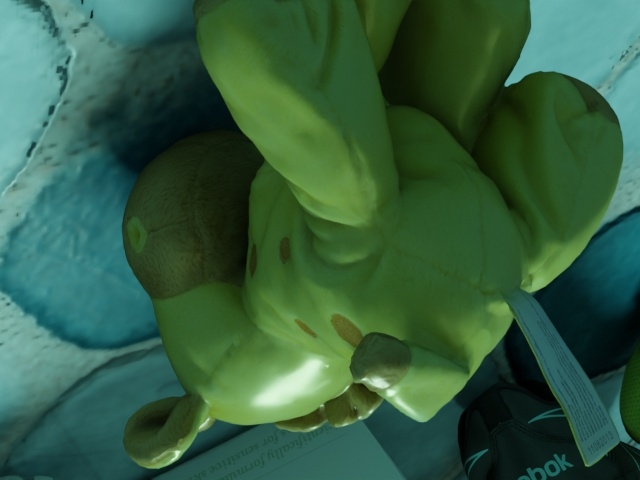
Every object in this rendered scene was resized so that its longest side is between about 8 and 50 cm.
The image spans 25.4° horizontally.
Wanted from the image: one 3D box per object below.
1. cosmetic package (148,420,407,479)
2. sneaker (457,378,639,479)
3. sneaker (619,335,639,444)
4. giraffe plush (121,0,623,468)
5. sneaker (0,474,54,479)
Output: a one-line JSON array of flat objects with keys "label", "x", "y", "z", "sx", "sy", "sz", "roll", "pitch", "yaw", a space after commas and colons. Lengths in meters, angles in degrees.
[{"label": "cosmetic package", "x": -0.029, "y": 0.272, "z": 0.805, "sx": 0.197, "sy": 0.155, "sz": 0.365, "roll": -24, "pitch": 143, "yaw": -19}, {"label": "sneaker", "x": 0.142, "y": 0.129, "z": 0.840, "sx": 0.101, "sy": 0.106, "sz": 0.267, "roll": -33, "pitch": 168, "yaw": 6}, {"label": "sneaker", "x": 0.219, "y": 0.034, "z": 0.821, "sx": 0.094, "sy": 0.081, "sz": 0.208, "roll": 4, "pitch": 123, "yaw": -35}, {"label": "giraffe plush", "x": 0.000, "y": 0.000, "z": 0.522, "sx": 0.181, "sy": 0.210, "sz": 0.170, "roll": -4, "pitch": 163, "yaw": -43}, {"label": "sneaker", "x": -0.175, "y": 0.167, "z": 0.641, "sx": 0.191, "sy": 0.071, "sz": 0.083, "roll": -17, "pitch": 149, "yaw": -12}]
